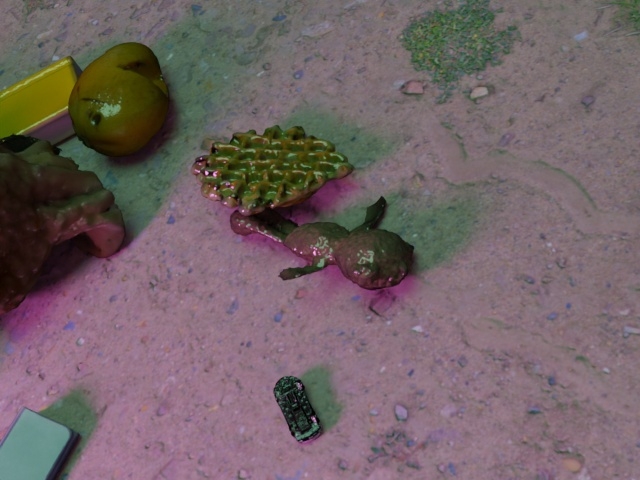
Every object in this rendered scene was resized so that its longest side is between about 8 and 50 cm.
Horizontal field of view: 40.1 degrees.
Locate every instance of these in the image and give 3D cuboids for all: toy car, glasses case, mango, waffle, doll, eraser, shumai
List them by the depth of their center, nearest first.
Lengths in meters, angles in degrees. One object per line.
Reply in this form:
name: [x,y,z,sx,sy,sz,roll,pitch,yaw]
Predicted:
toy car: [-0.030,0.214,1.120,0.041,0.025,0.093,-27,53,-1]
glasses case: [-0.432,0.354,1.157,0.105,0.056,0.266,10,59,29]
doll: [-0.009,0.006,1.231,0.285,0.091,0.203,5,23,12]
shumai: [-0.439,-0.039,1.327,0.262,0.314,0.267,-14,65,-9]
waffle: [-0.081,-0.107,1.332,0.223,0.054,0.204,-23,41,-24]
mango: [-0.348,-0.256,1.540,0.167,0.130,0.262,-14,46,3]
eraser: [-0.529,-0.237,1.633,0.226,0.069,0.158,-27,48,0]

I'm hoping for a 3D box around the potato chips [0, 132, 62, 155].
potato chips: [-0.523,-0.123,1.494,0.228,0.167,0.059,-29,84,19]
